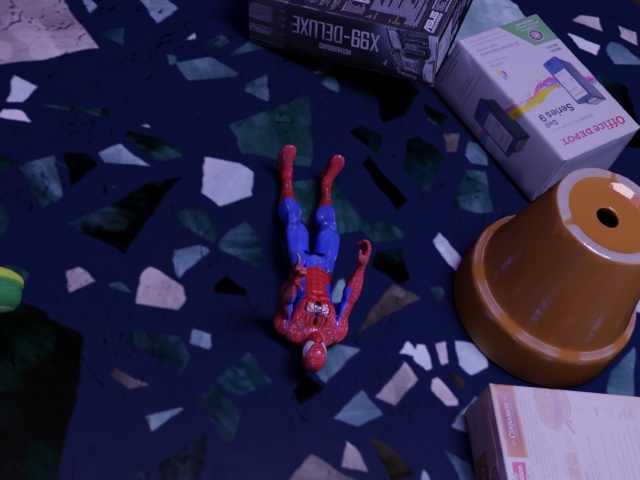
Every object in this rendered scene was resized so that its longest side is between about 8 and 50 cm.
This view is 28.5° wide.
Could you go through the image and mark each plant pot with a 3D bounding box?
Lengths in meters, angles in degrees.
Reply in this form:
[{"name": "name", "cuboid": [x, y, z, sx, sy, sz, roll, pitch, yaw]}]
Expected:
[{"name": "plant pot", "cuboid": [0.276, 0.027, 1.378, 0.205, 0.188, 0.205, 11, 51, -14]}]

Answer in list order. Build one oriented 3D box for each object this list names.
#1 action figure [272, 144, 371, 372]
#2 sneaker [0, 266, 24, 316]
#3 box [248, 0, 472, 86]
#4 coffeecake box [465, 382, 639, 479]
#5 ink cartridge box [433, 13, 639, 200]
[{"name": "action figure", "cuboid": [0.000, 0.000, 1.326, 0.092, 0.139, 0.280, 9, 54, -14]}, {"name": "sneaker", "cuboid": [-0.392, 0.107, 1.116, 0.296, 0.109, 0.123, -27, 91, -38]}, {"name": "box", "cuboid": [0.075, -0.342, 1.611, 0.243, 0.076, 0.307, 15, 48, 12]}, {"name": "coffeecake box", "cuboid": [0.254, 0.230, 1.292, 0.186, 0.068, 0.142, 7, 52, -17]}, {"name": "ink cartridge box", "cuboid": [0.272, -0.169, 1.593, 0.154, 0.093, 0.212, -22, 67, -35]}]
